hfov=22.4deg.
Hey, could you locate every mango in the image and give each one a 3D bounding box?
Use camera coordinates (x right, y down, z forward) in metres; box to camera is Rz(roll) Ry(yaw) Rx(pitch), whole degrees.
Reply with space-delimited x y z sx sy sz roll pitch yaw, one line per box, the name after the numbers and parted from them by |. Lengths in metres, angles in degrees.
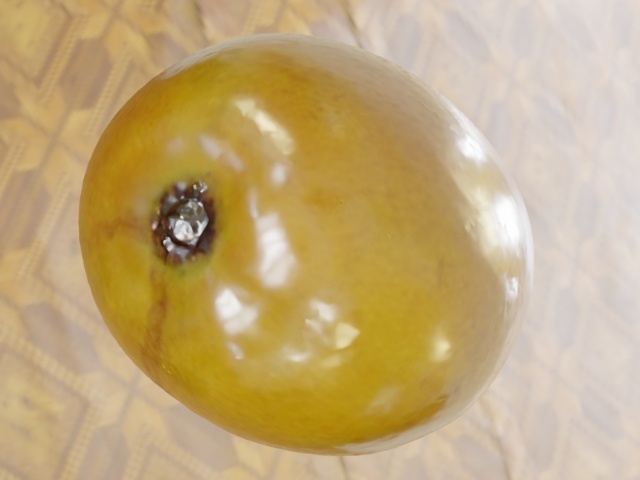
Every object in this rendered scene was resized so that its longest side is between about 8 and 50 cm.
0.000 0.000 0.954 0.264 0.221 0.378 29 5 11 | mango
